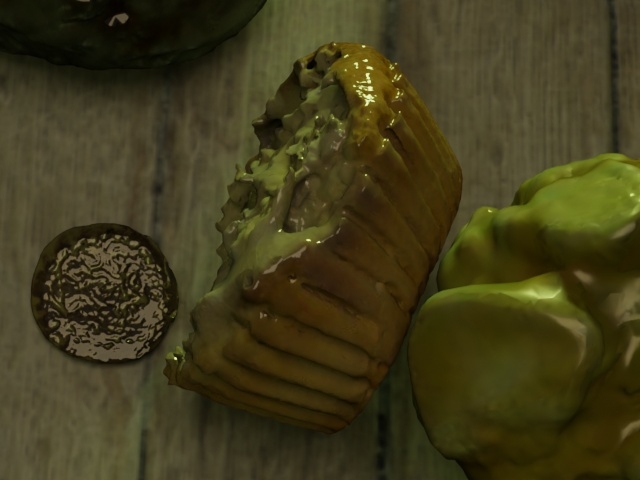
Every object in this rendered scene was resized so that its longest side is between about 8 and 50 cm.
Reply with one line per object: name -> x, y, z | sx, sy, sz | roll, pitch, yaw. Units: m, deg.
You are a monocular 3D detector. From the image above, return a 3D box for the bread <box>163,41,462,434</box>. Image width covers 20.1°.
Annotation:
bread -> 0.000, 0.000, 1.235 | 0.149, 0.274, 0.274 | 27, 71, -12

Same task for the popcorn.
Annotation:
popcorn -> 0.212, 0.108, 1.214 | 0.292, 0.293, 0.334 | -24, 89, 29

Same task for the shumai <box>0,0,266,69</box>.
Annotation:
shumai -> -0.188, -0.332, 1.289 | 0.324, 0.323, 0.397 | -36, 79, -13

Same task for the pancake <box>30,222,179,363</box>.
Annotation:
pancake -> -0.158, 0.038, 1.329 | 0.115, 0.011, 0.115 | 1, 72, -4
